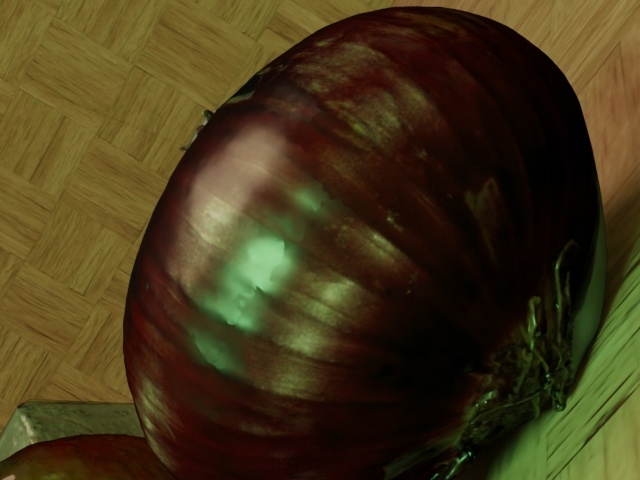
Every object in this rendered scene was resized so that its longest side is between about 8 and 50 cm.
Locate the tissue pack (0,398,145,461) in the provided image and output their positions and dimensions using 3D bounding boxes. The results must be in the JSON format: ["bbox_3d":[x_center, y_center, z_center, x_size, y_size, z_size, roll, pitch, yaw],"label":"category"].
[{"bbox_3d":[-0.321,0.378,1.690,0.305,0.238,0.238,-55,8,25],"label":"tissue pack"}]

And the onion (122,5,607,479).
[{"bbox_3d":[0.000,0.000,0.668,0.273,0.285,0.273,-36,-32,-27],"label":"onion"}]

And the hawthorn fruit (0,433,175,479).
[{"bbox_3d":[-0.121,0.192,0.774,0.199,0.251,0.199,-43,10,10],"label":"hawthorn fruit"}]
